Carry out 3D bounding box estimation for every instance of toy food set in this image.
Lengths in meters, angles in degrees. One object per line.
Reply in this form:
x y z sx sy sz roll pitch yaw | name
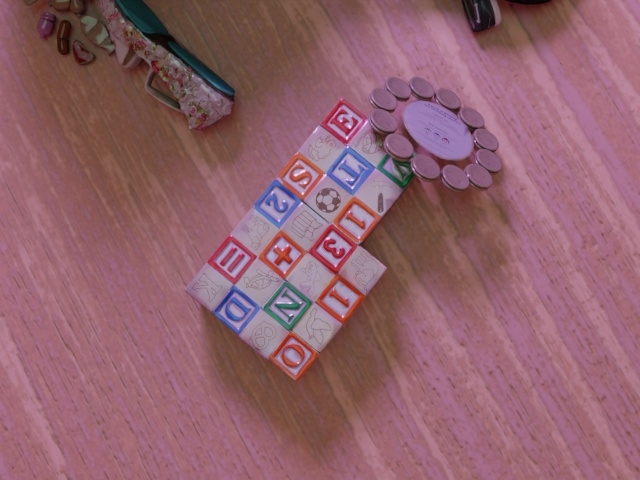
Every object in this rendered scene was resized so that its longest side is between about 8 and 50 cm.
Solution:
-0.330 -0.279 0.964 0.078 0.019 0.122 -36 92 -2 | toy food set

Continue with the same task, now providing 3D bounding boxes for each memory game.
0.139 -0.131 0.887 0.186 0.012 0.186 15 49 -18 | memory game

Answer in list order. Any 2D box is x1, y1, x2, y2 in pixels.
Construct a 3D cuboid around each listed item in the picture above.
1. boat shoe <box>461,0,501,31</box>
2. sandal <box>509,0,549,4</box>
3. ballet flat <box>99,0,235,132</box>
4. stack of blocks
0.191 -0.329 0.945 0.038 0.046 0.125 -22 93 -6 | boat shoe
0.171 -0.461 0.853 0.446 0.107 0.168 45 73 -19 | sandal
-0.210 -0.230 0.927 0.241 0.091 0.077 45 109 8 | ballet flat
0.000 0.000 0.893 0.171 0.087 0.297 38 86 4 | stack of blocks
